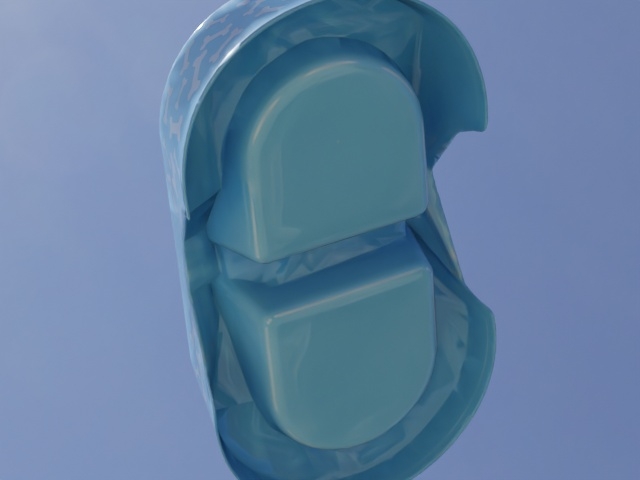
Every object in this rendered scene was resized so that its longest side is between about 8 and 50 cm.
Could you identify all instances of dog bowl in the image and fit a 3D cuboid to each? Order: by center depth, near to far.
[{"bbox_3d":[0.000,0.000,0.992,0.166,0.074,0.297,-18,-58,-20],"label":"dog bowl"}]
